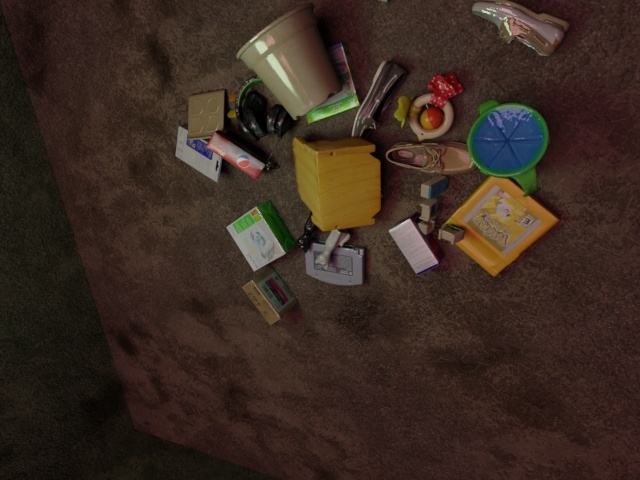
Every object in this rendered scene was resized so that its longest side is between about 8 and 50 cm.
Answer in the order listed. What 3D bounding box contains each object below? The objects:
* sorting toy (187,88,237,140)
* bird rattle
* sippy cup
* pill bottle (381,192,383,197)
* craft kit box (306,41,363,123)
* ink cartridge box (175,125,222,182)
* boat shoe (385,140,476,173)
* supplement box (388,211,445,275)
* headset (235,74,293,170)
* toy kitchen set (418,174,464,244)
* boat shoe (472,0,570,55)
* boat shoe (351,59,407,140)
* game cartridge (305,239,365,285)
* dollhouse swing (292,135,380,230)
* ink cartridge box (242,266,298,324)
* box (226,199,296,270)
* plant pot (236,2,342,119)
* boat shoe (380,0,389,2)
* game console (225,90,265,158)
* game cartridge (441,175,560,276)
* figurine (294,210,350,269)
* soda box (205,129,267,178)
[{"bbox_3d":[-0.487,-0.581,2.023,0.307,0.041,0.229,1,86,27],"label":"sorting toy"},{"bbox_3d":[0.403,-0.480,1.599,0.254,0.143,0.207,-22,110,20],"label":"bird rattle"},{"bbox_3d":[0.619,-0.303,1.442,0.240,0.224,0.305,11,91,26],"label":"sippy cup"},{"bbox_3d":[0.214,-0.223,1.809,0.065,0.065,0.116,-23,98,33],"label":"pill bottle"},{"bbox_3d":[0.025,-0.626,1.758,0.250,0.061,0.246,-10,102,31],"label":"craft kit box"},{"bbox_3d":[-0.573,-0.422,2.128,0.333,0.065,0.165,34,122,26],"label":"ink cartridge box"},{"bbox_3d":[0.415,-0.305,1.639,0.341,0.110,0.121,8,113,26],"label":"boat shoe"},{"bbox_3d":[0.392,0.011,1.778,0.114,0.111,0.220,-33,92,34],"label":"supplement box"},{"bbox_3d":[-0.233,-0.493,1.844,0.244,0.185,0.394,-8,102,12],"label":"headset"},{"bbox_3d":[0.479,-0.118,1.659,0.166,0.122,0.207,26,132,39],"label":"toy kitchen set"},{"bbox_3d":[0.613,-0.678,1.382,0.302,0.113,0.103,28,115,15],"label":"boat shoe"},{"bbox_3d":[0.218,-0.509,1.665,0.095,0.112,0.335,33,118,19],"label":"boat shoe"},{"bbox_3d":[0.068,0.107,2.029,0.294,0.060,0.196,9,110,26],"label":"game cartridge"},{"bbox_3d":[0.060,-0.269,1.821,0.315,0.305,0.346,-8,123,-4],"label":"dollhouse swing"},{"bbox_3d":[-0.246,0.271,2.179,0.088,0.193,0.234,-38,90,32],"label":"ink cartridge box"},{"bbox_3d":[-0.285,-0.022,2.127,0.231,0.127,0.262,-28,96,32],"label":"box"},{"bbox_3d":[-0.087,-0.634,1.622,0.334,0.334,0.305,-23,109,33],"label":"plant pot"},{"bbox_3d":[0.235,-0.965,1.490,0.088,0.096,0.267,24,128,13],"label":"boat shoe"},{"bbox_3d":[-0.329,-0.494,2.010,0.213,0.044,0.361,34,123,13],"label":"game console"},{"bbox_3d":[0.659,-0.061,1.641,0.285,0.053,0.323,42,122,8],"label":"game cartridge"},{"bbox_3d":[0.000,0.000,1.963,0.215,0.092,0.209,39,112,21],"label":"figurine"},{"bbox_3d":[-0.371,-0.384,1.957,0.263,0.092,0.083,32,107,-9],"label":"soda box"}]
